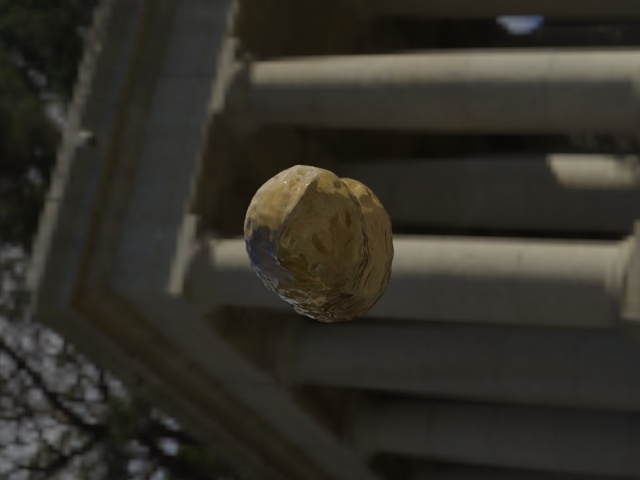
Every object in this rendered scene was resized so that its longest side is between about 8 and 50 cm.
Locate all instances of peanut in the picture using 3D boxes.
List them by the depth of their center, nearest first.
[{"bbox_3d":[0.000,0.000,1.315,0.108,0.095,0.226,-63,-15,-4],"label":"peanut"}]
